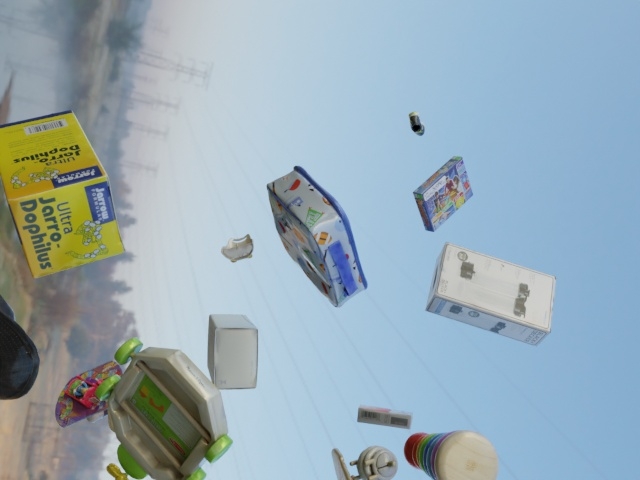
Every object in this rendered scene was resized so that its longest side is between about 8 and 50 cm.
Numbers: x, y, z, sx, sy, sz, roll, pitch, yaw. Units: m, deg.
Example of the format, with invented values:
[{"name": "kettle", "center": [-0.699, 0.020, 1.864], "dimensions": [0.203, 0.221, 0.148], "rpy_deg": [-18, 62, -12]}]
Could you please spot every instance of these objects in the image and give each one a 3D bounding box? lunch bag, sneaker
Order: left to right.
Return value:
[{"name": "lunch bag", "center": [0.000, 0.000, 1.577], "dimensions": [0.243, 0.115, 0.303], "rpy_deg": [44, -17, 42]}, {"name": "sneaker", "center": [0.212, -0.250, 1.586], "dimensions": [0.083, 0.031, 0.035], "rpy_deg": [46, 38, -58]}]

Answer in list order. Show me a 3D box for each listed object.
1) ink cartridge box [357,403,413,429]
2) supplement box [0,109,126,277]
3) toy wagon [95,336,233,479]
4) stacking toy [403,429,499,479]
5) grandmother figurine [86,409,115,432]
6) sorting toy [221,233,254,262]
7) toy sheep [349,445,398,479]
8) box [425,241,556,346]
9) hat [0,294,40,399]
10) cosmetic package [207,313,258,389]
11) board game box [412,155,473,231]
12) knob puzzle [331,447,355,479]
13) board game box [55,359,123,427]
[{"name": "ink cartridge box", "center": [0.180, 0.471, 1.959], "dimensions": [0.179, 0.145, 0.045], "rpy_deg": [4, 92, -82]}, {"name": "supplement box", "center": [-0.577, -0.113, 1.550], "dimensions": [0.356, 0.195, 0.194], "rpy_deg": [47, -32, 48]}, {"name": "toy wagon", "center": [-0.310, 0.351, 1.348], "dimensions": [0.068, 0.267, 0.344], "rpy_deg": [-29, 159, -53]}, {"name": "stacking toy", "center": [0.279, 0.496, 1.641], "dimensions": [0.330, 0.141, 0.141], "rpy_deg": [135, -36, -75]}, {"name": "grandmother figurine", "center": [-0.438, 0.380, 1.668], "dimensions": [0.342, 0.208, 0.104], "rpy_deg": [154, -73, -77]}, {"name": "sorting toy", "center": [-0.202, 0.012, 1.791], "dimensions": [0.075, 0.083, 0.045], "rpy_deg": [-98, 172, -52]}, {"name": "toy sheep", "center": [0.118, 0.478, 1.518], "dimensions": [0.132, 0.091, 0.091], "rpy_deg": [-22, -123, 57]}, {"name": "box", "center": [0.419, 0.132, 1.757], "dimensions": [0.087, 0.290, 0.169], "rpy_deg": [105, 2, -55]}, {"name": "hat", "center": [-0.627, 0.142, 1.208], "dimensions": [0.134, 0.331, 0.331], "rpy_deg": [-90, -159, -49]}, {"name": "cosmetic package", "center": [-0.241, 0.292, 1.926], "dimensions": [0.309, 0.113, 0.160], "rpy_deg": [-172, -96, -77]}, {"name": "board game box", "center": [0.361, -0.137, 2.092], "dimensions": [0.035, 0.201, 0.136], "rpy_deg": [14, -44, 48]}, {"name": "knob puzzle", "center": [0.070, 0.623, 1.864], "dimensions": [0.213, 0.030, 0.213], "rpy_deg": [166, -90, -79]}, {"name": "board game box", "center": [-0.499, 0.314, 1.514], "dimensions": [0.133, 0.168, 0.033], "rpy_deg": [-104, 167, -49]}]
